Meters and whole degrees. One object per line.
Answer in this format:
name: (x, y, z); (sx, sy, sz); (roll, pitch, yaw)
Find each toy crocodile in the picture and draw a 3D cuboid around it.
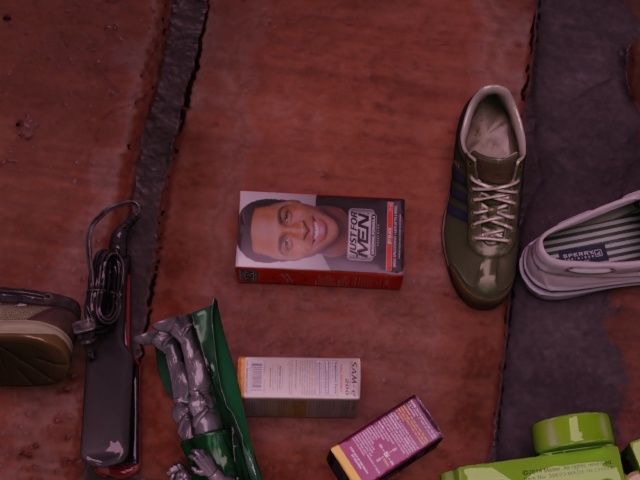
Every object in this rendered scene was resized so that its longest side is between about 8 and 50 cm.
toy crocodile: (0.264, 0.186, 1.084); (0.341, 0.105, 0.115); (-12, 71, -2)

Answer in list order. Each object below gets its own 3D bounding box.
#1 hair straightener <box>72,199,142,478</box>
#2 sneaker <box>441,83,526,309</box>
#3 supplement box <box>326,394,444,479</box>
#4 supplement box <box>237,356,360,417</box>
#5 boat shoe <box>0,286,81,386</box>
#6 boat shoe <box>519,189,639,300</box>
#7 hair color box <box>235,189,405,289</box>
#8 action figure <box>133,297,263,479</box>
hair straightener: (-0.166, 0.071, 1.107); (0.047, 0.089, 0.230); (1, 70, 7)
sneaker: (0.140, -0.045, 1.162); (0.064, 0.086, 0.192); (4, 70, -1)
supplement box: (0.051, 0.167, 1.099); (0.083, 0.055, 0.043); (-31, 75, -12)
supplement box: (-0.018, 0.119, 1.110); (0.099, 0.062, 0.036); (1, 68, -2)
boat shoe: (-0.301, 0.070, 1.115); (0.224, 0.080, 0.073); (4, 40, 12)
boat shoe: (0.282, -0.002, 1.157); (0.226, 0.076, 0.083); (-19, 72, -9)
hair color box: (0.000, 0.000, 1.164); (0.141, 0.043, 0.072); (2, 71, -1)
action figure: (-0.082, 0.172, 1.067); (0.064, 0.137, 0.232); (-16, 80, -26)
